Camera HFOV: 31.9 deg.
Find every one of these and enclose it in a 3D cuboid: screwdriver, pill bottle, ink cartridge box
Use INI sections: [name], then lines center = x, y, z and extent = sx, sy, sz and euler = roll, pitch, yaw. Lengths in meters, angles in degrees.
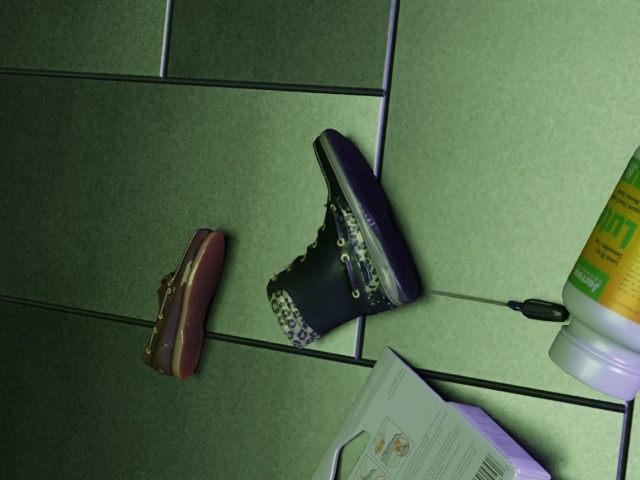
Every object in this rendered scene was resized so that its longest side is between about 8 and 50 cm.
[screwdriver]
center = 0.206, 0.070, 1.304
extent = 0.170, 0.024, 0.025
euler = 14, 66, 33
[pill bottle]
center = 0.338, 0.036, 1.168
extent = 0.136, 0.136, 0.245
euler = 30, 103, 24
[ink cartridge box]
center = 0.101, 0.317, 1.327
extent = 0.261, 0.066, 0.296
euler = 43, 109, 48

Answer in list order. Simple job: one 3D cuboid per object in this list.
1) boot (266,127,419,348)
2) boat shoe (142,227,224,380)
[boot]
center = 0.000, 0.001, 1.370
extent = 0.179, 0.085, 0.236
euler = -29, 77, 26
[boat shoe]
center = -0.184, 0.078, 1.467
extent = 0.073, 0.073, 0.207
euler = 20, 98, 24
